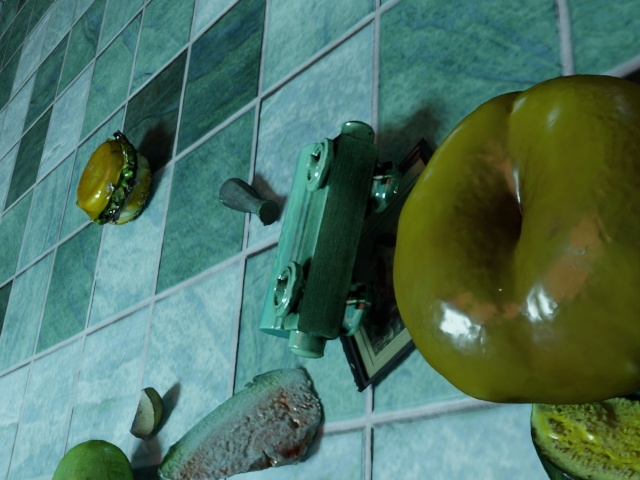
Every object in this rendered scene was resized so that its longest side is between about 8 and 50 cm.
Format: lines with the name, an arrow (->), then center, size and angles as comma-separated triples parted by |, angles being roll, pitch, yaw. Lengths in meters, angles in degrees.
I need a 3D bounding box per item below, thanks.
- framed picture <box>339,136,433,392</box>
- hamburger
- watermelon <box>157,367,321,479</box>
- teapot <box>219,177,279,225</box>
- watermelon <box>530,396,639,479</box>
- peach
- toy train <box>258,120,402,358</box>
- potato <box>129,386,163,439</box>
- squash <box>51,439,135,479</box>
framed picture -> 0.075, 0.022, 0.774 | 0.199, 0.010, 0.195 | -49, 39, 26
hamburger -> -0.360, -0.101, 1.353 | 0.164, 0.093, 0.189 | -58, 37, 11
watermelon -> -0.080, 0.213, 0.814 | 0.180, 0.081, 0.094 | -27, 19, -1
teapot -> -0.092, -0.050, 1.014 | 0.110, 0.042, 0.043 | 29, 97, 51
watermelon -> 0.210, 0.158, 0.502 | 0.092, 0.075, 0.181 | -35, 20, -33
peach -> 0.163, -0.003, 0.552 | 0.251, 0.153, 0.251 | -20, 62, 42
toy train -> 0.000, 0.000, 0.808 | 0.159, 0.101, 0.248 | 163, 123, -68
potato -> -0.232, 0.238, 1.059 | 0.037, 0.036, 0.093 | 37, 127, 18
squash -> -0.311, 0.446, 0.985 | 0.118, 0.118, 0.371 | -17, 63, 49
